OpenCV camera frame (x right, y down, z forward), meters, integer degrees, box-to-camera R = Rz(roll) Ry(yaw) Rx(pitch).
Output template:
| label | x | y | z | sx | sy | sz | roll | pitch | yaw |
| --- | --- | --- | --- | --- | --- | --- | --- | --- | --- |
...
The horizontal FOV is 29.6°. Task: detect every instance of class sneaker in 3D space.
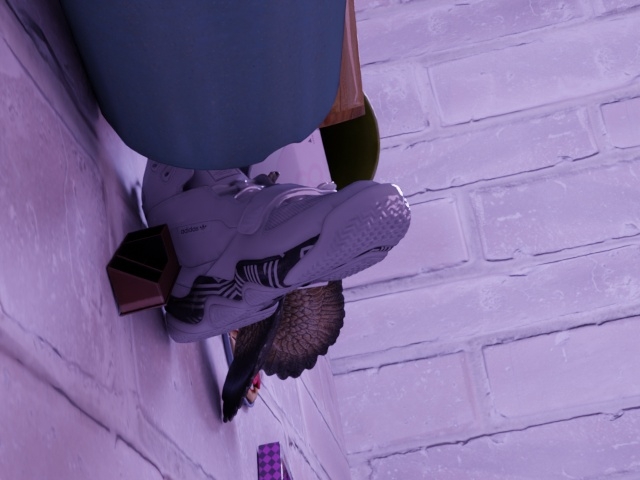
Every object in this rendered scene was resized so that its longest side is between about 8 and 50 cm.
| label | x | y | z | sx | sy | sz | roll | pitch | yaw |
| --- | --- | --- | --- | --- | --- | --- | --- | --- | --- |
| sneaker | -0.071 | -0.035 | 1.253 | 0.366 | 0.137 | 0.210 | -29 | -102 | 47 |

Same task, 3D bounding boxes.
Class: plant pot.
| label | x | y | z | sx | sy | sz | roll | pitch | yaw |
| --- | --- | --- | --- | --- | --- | --- | --- | --- | --- |
| plant pot | -0.110 | -0.266 | 1.128 | 0.334 | 0.341 | 0.341 | 86 | -4 | -52 |
| plant pot | -0.081 | -0.168 | 1.935 | 0.293 | 0.274 | 0.275 | -141 | -143 | -70 |

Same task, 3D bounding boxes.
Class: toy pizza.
| label | x | y | z | sx | sy | sz | roll | pitch | yaw |
| --- | --- | --- | --- | --- | --- | --- | --- | --- | --- |
| toy pizza | -0.115 | 0.150 | 1.821 | 0.201 | 0.032 | 0.201 | -12 | 90 | -87 |

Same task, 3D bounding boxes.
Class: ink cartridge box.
| label | x | y | z | sx | sy | sz | roll | pitch | yaw |
| --- | --- | --- | --- | --- | --- | --- | --- | --- | --- |
| ink cartridge box | -0.092 | -0.114 | 1.705 | 0.232 | 0.066 | 0.189 | -30 | 113 | -44 |

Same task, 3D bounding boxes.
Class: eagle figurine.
| label | x | y | z | sx | sy | sz | roll | pitch | yaw |
| --- | --- | --- | --- | --- | --- | --- | --- | --- | --- |
| eagle figurine | -0.070 | 0.065 | 1.620 | 0.225 | 0.226 | 0.298 | 169 | -96 | -73 |

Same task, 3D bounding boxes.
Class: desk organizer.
| label | x | y | z | sx | sy | sz | roll | pitch | yaw |
| --- | --- | --- | --- | --- | --- | --- | --- | --- | --- |
| desk organizer | -0.173 | 0.027 | 1.192 | 0.130 | 0.047 | 0.050 | -90 | 165 | -75 |

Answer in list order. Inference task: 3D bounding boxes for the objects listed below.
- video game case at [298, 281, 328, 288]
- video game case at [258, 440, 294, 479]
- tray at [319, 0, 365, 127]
| label | x | y | z | sx | sy | sz | roll | pitch | yaw |
| --- | --- | --- | --- | --- | --- | --- | --- | --- | --- |
| video game case | 0.000 | 0.000 | 1.548 | 0.087 | 0.011 | 0.122 | -4 | 108 | -65 |
| video game case | -0.048 | 0.454 | 1.802 | 0.232 | 0.041 | 0.210 | -97 | 173 | -54 |
| tray | -0.098 | -0.283 | 1.492 | 0.411 | 0.076 | 0.203 | 29 | -49 | 54 |
